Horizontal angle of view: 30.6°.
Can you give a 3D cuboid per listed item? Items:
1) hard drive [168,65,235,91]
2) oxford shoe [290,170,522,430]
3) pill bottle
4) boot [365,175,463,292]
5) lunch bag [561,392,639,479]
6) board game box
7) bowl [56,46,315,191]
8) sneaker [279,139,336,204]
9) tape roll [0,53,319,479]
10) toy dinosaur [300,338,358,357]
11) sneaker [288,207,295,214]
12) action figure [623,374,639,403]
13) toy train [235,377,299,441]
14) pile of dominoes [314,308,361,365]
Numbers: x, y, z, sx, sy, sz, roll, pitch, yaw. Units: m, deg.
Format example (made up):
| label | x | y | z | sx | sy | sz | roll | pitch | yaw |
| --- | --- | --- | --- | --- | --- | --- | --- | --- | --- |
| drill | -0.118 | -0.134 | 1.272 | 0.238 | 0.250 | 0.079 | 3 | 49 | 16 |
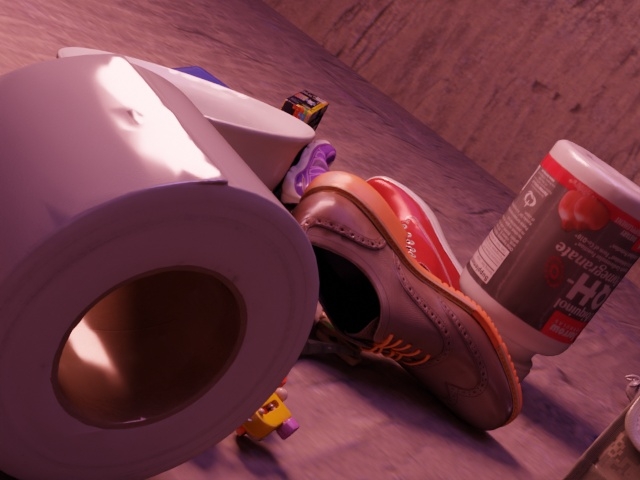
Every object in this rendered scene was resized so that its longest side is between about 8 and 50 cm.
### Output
| label | x | y | z | sx | sy | sz | roll | pitch | yaw |
| --- | --- | --- | --- | --- | --- | --- | --- | --- | --- |
| hard drive | -0.168 | -0.199 | 1.844 | 0.210 | 0.040 | 0.319 | 36 | 14 | 3 |
| oxford shoe | 0.085 | 0.098 | 1.305 | 0.363 | 0.130 | 0.133 | 47 | 42 | -11 |
| pill bottle | 0.297 | 0.040 | 1.556 | 0.176 | 0.318 | 0.176 | 32 | 15 | -10 |
| boot | 0.111 | 0.007 | 1.662 | 0.244 | 0.088 | 0.176 | 55 | 23 | 16 |
| lunch bag | 0.356 | 0.256 | 1.067 | 0.235 | 0.287 | 0.169 | 43 | 16 | 27 |
| board game box | -0.050 | -0.146 | 1.730 | 0.048 | 0.141 | 0.170 | 30 | 14 | 2 |
| bowl | -0.164 | -0.105 | 1.303 | 0.298 | 0.134 | 0.298 | 18 | 12 | -4 |
| sneaker | -0.006 | -0.092 | 1.754 | 0.071 | 0.068 | 0.170 | 21 | 35 | 7 |
| tape roll | -0.145 | 0.022 | 0.784 | 0.246 | 0.246 | 0.169 | 20 | 21 | -44 |
| toy dinosaur | -0.061 | 0.075 | 1.171 | 0.118 | 0.064 | 0.268 | 58 | 22 | 21 |
| sneaker | 0.000 | 0.000 | 1.529 | 0.097 | 0.084 | 0.234 | 58 | 3 | -9 |
| action figure | 0.611 | 0.299 | 1.884 | 0.285 | 0.099 | 0.185 | 33 | 19 | 7 |
| toy train | -0.082 | 0.119 | 0.989 | 0.166 | 0.046 | 0.125 | 22 | 30 | -49 |
| pile of dominoes | -0.017 | 0.046 | 1.399 | 0.196 | 0.040 | 0.251 | 34 | 15 | -3 |
